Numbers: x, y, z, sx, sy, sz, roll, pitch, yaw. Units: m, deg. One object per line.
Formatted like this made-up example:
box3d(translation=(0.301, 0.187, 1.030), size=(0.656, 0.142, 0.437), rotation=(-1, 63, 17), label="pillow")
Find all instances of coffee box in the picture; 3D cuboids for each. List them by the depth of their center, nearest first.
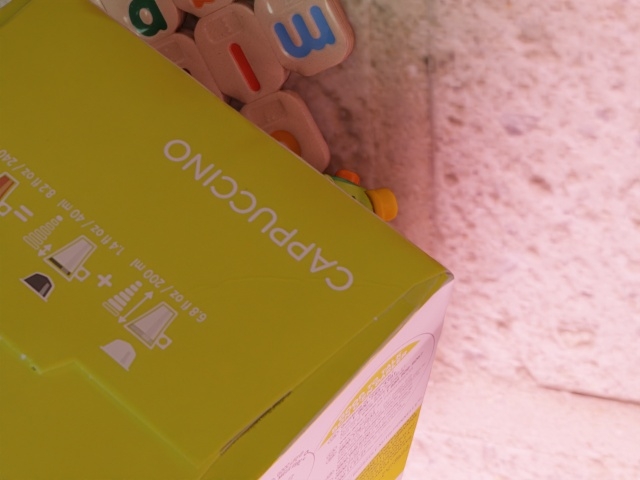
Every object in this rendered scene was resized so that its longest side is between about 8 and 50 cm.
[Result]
box3d(translation=(-0.160, 0.107, 0.984), size=(0.337, 0.338, 0.334), rotation=(38, 154, 18), label="coffee box")

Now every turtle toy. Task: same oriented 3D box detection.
box3d(translation=(0.000, 0.000, 1.108), size=(0.130, 0.095, 0.066), rotation=(93, 156, -43), label="turtle toy")

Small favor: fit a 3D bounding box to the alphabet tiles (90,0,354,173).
box3d(translation=(-0.115, -0.149, 1.124), size=(0.284, 0.021, 0.278), rotation=(-21, 104, 33), label="alphabet tiles")
